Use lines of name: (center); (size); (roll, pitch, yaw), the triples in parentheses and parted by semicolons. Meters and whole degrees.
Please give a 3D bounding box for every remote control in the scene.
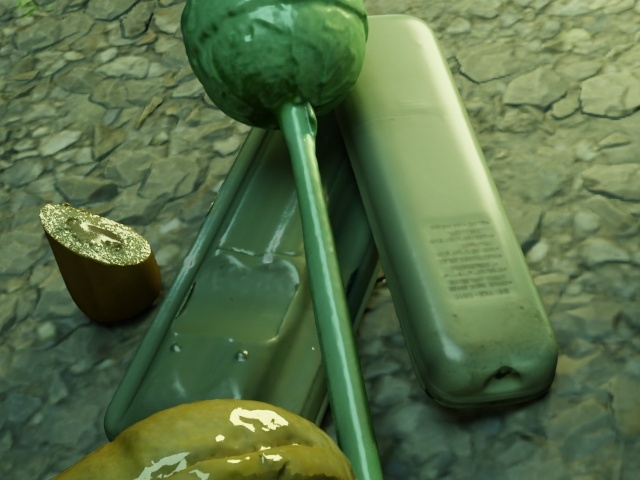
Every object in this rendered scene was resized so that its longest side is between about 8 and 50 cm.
remote control: (-0.026, 0.008, 0.877); (0.128, 0.065, 0.335); (6, 48, 20)
remote control: (0.069, -0.033, 0.854); (0.090, 0.038, 0.309); (-6, 54, -15)

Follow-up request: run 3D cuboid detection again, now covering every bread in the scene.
bread: (-0.083, 0.173, 0.630); (0.236, 0.198, 0.120); (-35, 61, -2)
bread: (-0.142, 0.013, 0.885); (0.062, 0.103, 0.049); (-8, 52, 1)

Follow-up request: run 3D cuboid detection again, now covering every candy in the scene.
candy: (0.000, 0.000, 0.784); (0.119, 0.119, 0.440); (-14, 62, 4)
